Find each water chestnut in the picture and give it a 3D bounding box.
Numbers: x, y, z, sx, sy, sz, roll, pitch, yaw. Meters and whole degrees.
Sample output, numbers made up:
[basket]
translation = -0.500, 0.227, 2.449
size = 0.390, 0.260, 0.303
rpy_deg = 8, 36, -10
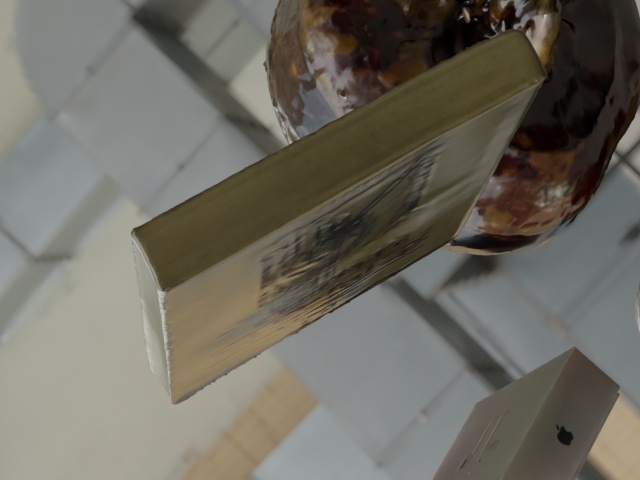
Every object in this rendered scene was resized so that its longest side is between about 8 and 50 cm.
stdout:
[water chestnut]
translation = 0.087, -0.101, 1.065
size = 0.223, 0.238, 0.224
rpy_deg = 10, -120, -18

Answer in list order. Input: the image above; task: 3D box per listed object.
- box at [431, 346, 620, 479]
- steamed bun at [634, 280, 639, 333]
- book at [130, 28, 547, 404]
[box]
translation = 0.133, 0.155, 1.285
size = 0.051, 0.130, 0.129
rpy_deg = 41, -127, -7
[steamed bun]
translation = 0.440, 0.054, 1.344
size = 0.383, 0.236, 0.247
rpy_deg = 34, -145, 4
[book]
translation = 0.000, 0.000, 0.738
size = 0.026, 0.161, 0.231
rpy_deg = 59, 170, 11
